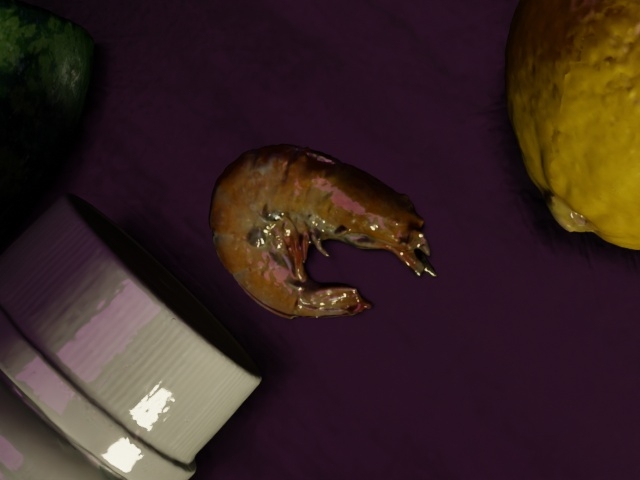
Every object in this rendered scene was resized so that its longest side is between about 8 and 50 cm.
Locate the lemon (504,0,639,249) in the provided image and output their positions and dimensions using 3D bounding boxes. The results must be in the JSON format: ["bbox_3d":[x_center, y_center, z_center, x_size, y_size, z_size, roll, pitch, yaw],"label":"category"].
[{"bbox_3d":[0.267,-0.126,1.176,0.293,0.293,0.293,0,87,5],"label":"lemon"}]

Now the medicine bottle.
[{"bbox_3d":[-0.217,0.141,1.213,0.245,0.245,0.306,43,90,5],"label":"medicine bottle"}]

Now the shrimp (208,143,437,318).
[{"bbox_3d":[0.001,-0.002,1.307,0.187,0.051,0.132,19,108,11],"label":"shrimp"}]

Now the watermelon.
[{"bbox_3d":[-0.354,-0.080,1.246,0.292,0.283,0.250,1,75,20],"label":"watermelon"}]
